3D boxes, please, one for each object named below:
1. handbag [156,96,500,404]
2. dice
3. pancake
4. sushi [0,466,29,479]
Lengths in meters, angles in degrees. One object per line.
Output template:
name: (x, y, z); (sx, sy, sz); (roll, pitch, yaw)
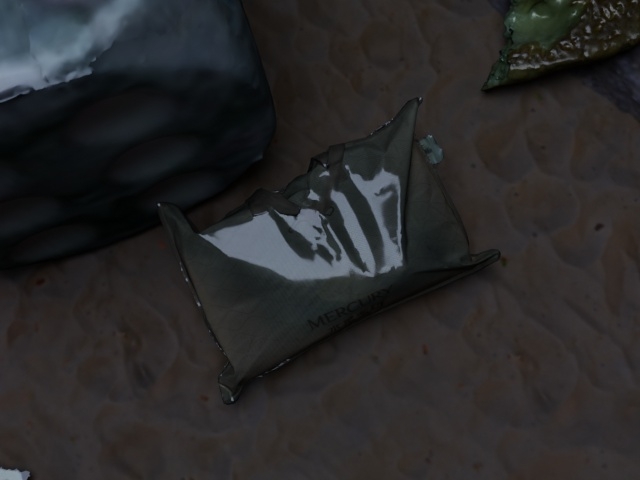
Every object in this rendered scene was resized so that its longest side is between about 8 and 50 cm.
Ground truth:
handbag: (0.000, 0.000, 0.844); (0.270, 0.117, 0.183); (-26, 95, -2)
dice: (-0.232, -0.186, 0.802); (0.330, 0.328, 0.348); (-17, 75, 0)
pancake: (0.270, -0.283, 0.936); (0.197, 0.054, 0.376); (43, 80, 12)
sushi: (-0.389, 0.326, 0.822); (0.263, 0.050, 0.290); (8, 73, -8)
